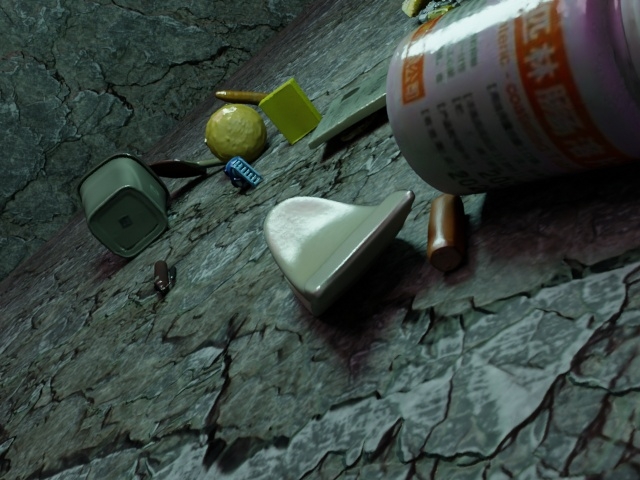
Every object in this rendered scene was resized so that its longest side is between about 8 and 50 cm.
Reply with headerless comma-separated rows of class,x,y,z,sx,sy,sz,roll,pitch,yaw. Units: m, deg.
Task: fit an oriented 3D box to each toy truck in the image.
toy truck,0.271,-0.503,1.543,0.063,0.052,0.123,-51,25,-9
toy truck,-0.172,-0.151,1.573,0.056,0.073,0.090,-47,36,-16

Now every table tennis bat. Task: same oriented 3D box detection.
table tennis bat,-0.371,-0.206,1.943,0.274,0.154,0.021,-6,78,29

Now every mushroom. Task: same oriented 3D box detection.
mushroom,0.078,-0.229,1.372,0.101,0.019,0.049,-41,21,-17

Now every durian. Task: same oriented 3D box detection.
durian,0.269,-0.620,1.750,0.140,0.078,0.224,-2,53,40

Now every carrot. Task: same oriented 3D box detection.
carrot,-0.146,-0.359,1.764,0.043,0.247,0.043,-178,90,-75

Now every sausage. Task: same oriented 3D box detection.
sausage,0.149,-0.016,0.816,0.039,0.041,0.131,-33,22,30

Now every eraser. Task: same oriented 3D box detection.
eraser,-0.068,-0.298,1.604,0.097,0.122,0.045,-31,22,19

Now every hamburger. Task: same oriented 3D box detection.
hamburger,-0.214,-0.269,1.752,0.162,0.162,0.115,-40,15,0

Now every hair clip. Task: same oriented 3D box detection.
hair clip,0.013,0.014,0.913,0.172,0.113,0.282,-46,28,-14

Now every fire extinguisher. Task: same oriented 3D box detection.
fire extinguisher,-0.321,0.076,1.428,0.049,0.035,0.173,-4,18,-12

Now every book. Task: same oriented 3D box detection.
book,0.155,-0.328,1.396,0.389,0.032,0.269,-28,20,25

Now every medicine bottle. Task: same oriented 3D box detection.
medicine bottle,0.268,-0.177,0.698,0.388,0.219,0.219,-8,38,51

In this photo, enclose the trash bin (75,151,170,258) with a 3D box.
trash bin,-0.522,-0.089,1.842,0.219,0.220,0.250,-41,28,2
